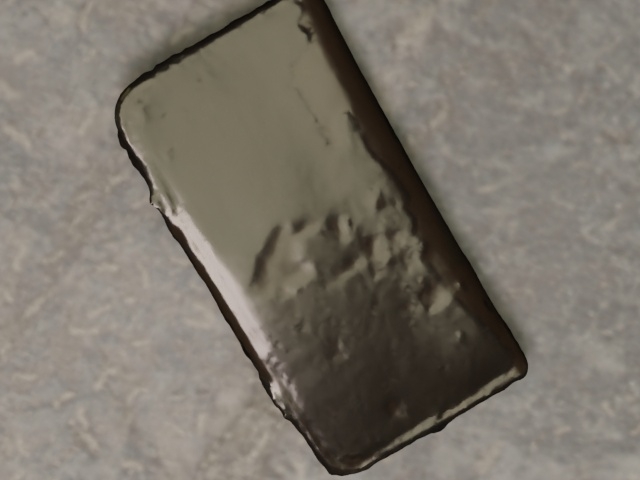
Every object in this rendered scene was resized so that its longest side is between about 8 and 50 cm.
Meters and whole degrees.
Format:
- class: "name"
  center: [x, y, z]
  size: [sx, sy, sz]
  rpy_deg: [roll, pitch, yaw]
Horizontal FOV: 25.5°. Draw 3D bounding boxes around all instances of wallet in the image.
- class: "wallet"
  center: [0.000, 0.000, 0.939]
  size: [0.165, 0.042, 0.309]
  rpy_deg: [-31, 101, 0]
